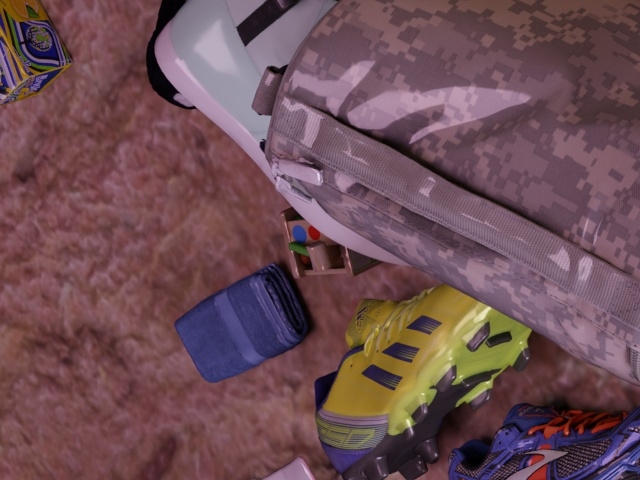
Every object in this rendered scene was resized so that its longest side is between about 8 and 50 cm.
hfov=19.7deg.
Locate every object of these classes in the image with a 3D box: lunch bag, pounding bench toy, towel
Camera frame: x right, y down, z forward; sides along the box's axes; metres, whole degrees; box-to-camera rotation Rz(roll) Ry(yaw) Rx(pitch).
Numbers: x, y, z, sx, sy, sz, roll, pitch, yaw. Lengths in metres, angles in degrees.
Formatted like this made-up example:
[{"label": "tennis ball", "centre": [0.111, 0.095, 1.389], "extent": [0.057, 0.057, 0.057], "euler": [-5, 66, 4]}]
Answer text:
[{"label": "lunch bag", "centre": [0.147, -0.053, 1.071], "extent": [0.305, 0.256, 0.212], "euler": [30, 124, 29]}, {"label": "pounding bench toy", "centre": [0.000, 0.000, 1.335], "extent": [0.065, 0.083, 0.052], "euler": [-4, 104, 41]}, {"label": "towel", "centre": [-0.060, 0.067, 1.450], "extent": [0.119, 0.029, 0.067], "euler": [-28, 87, 42]}]

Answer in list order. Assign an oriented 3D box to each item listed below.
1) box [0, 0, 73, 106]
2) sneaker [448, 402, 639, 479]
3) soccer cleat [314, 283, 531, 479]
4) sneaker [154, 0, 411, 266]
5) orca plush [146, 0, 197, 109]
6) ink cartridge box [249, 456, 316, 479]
[{"label": "box", "centre": [-0.275, -0.199, 1.514], "extent": [0.059, 0.054, 0.169], "euler": [-34, 84, 43]}, {"label": "sneaker", "centre": [0.161, 0.147, 1.260], "extent": [0.221, 0.083, 0.087], "euler": [-34, 76, 39]}, {"label": "soccer cleat", "centre": [0.059, 0.078, 1.275], "extent": [0.121, 0.093, 0.289], "euler": [63, 150, 20]}, {"label": "sneaker", "centre": [0.026, -0.094, 1.229], "extent": [0.256, 0.094, 0.151], "euler": [39, 130, -11]}, {"label": "orca plush", "centre": [-0.049, -0.170, 1.298], "extent": [0.287, 0.102, 0.151], "euler": [-17, 95, 43]}, {"label": "ink cartridge box", "centre": [-0.001, 0.330, 1.475], "extent": [0.261, 0.066, 0.296], "euler": [-35, 83, 43]}]
